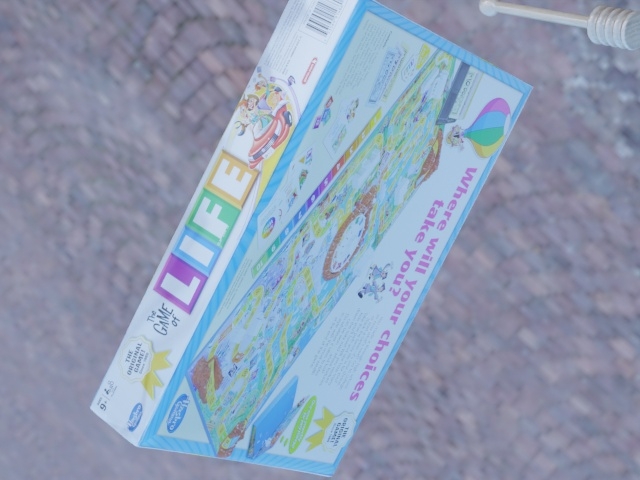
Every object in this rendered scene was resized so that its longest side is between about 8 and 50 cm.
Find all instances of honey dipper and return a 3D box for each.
[{"bbox_3d":[0.182,-0.172,1.331,0.161,0.030,0.030,17,146,46],"label":"honey dipper"}]

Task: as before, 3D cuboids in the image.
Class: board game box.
[{"bbox_3d":[0.000,0.000,0.559,0.026,0.154,0.103,32,-172,38],"label":"board game box"}]
